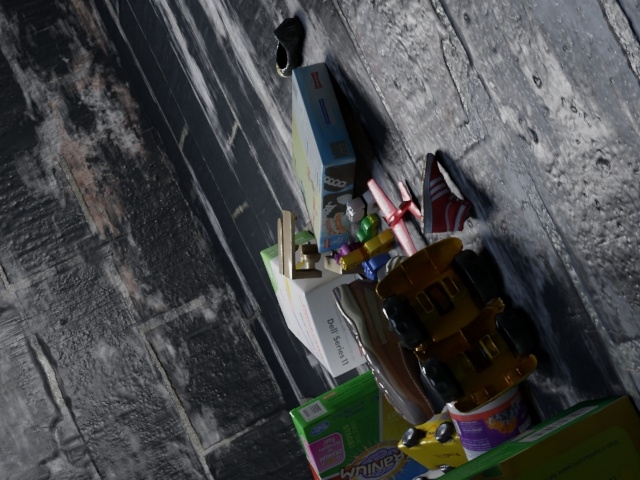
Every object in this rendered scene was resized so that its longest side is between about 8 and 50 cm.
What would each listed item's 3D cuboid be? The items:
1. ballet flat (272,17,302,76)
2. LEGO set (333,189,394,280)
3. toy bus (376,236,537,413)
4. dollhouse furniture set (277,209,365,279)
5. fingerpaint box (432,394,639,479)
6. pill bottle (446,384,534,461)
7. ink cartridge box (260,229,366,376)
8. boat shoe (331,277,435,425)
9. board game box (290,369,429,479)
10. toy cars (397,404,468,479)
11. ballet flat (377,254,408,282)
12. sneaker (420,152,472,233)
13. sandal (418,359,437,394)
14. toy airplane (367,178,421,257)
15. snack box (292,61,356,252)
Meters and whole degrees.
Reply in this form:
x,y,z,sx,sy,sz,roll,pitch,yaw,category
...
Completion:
x,y,z,sx,sy,sz,roll,pitch,yaw,category
-0.063,-0.323,1.942,0.057,0.049,0.173,62,167,14,ballet flat
0.065,0.013,1.964,0.087,0.093,0.227,59,166,23,LEGO set
0.193,0.133,1.610,0.220,0.149,0.211,58,179,19,toy bus
0.000,0.000,2.153,0.144,0.151,0.123,-164,71,-74,dollhouse furniture set
0.228,0.443,1.335,0.371,0.445,0.163,63,168,7,fingerpaint box
0.263,0.295,1.676,0.193,0.108,0.108,68,167,-14,pill bottle
0.011,0.135,2.353,0.353,0.119,0.207,38,150,63,ink cartridge box
0.125,0.169,1.953,0.324,0.116,0.123,61,176,43,boat shoe
0.098,0.407,2.251,0.064,0.242,0.316,46,158,54,board game box
0.230,0.376,1.978,0.177,0.087,0.393,17,151,19,toy cars
0.136,0.065,1.838,0.203,0.074,0.074,-104,-6,-69,ballet flat
0.169,-0.063,1.549,0.042,0.067,0.118,89,-177,-66,sneaker
0.188,0.177,1.820,0.102,0.076,0.265,49,160,50,sandal
0.121,-0.043,1.780,0.151,0.028,0.151,57,165,24,toy airplane
0.002,-0.131,1.949,0.322,0.060,0.187,93,162,-65,snack box
